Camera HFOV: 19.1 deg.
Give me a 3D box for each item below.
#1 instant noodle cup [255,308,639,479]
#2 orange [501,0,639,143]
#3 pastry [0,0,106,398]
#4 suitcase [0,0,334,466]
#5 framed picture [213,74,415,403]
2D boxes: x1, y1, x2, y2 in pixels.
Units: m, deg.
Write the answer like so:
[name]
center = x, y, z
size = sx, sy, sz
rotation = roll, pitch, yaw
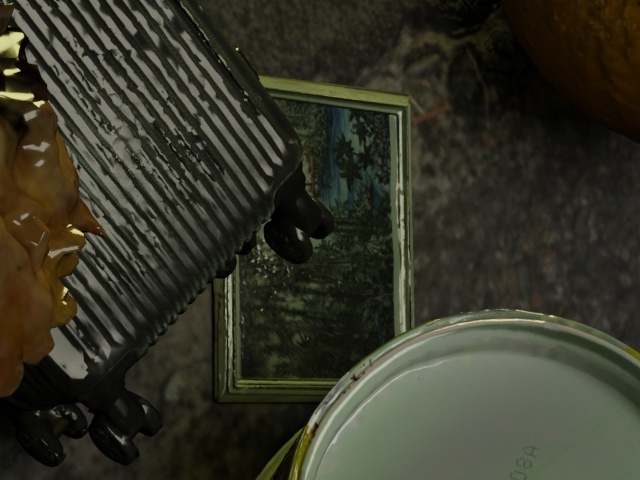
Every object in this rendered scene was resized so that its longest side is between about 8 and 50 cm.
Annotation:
[instant noodle cup]
center = 0.080, 0.157, 0.916
size = 0.264, 0.200, 0.264
rotation = 1, 68, -2
[orange]
center = 0.230, -0.186, 1.107
size = 0.274, 0.274, 0.274
rotation = 5, 81, -37
[pastry]
center = -0.290, 0.046, 0.649
size = 0.337, 0.292, 0.405
rotation = 29, 87, -8
[suitcase]
center = -0.151, -0.063, 0.878
size = 0.202, 0.128, 0.312
rotation = -49, 114, -31
[framed picture]
center = 0.000, 0.000, 1.062
size = 0.142, 0.011, 0.183
rotation = 4, 82, -37
